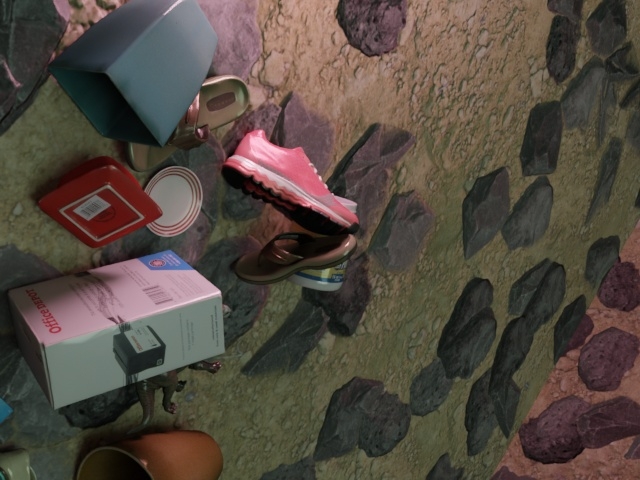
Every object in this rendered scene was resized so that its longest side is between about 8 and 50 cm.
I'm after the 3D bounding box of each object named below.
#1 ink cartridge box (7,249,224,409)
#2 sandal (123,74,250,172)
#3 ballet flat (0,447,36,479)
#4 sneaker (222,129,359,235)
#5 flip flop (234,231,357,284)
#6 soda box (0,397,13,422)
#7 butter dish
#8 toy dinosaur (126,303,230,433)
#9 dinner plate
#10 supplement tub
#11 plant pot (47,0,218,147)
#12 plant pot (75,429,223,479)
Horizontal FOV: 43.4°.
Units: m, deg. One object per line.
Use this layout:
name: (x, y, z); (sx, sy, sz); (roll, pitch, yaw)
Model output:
ink cartridge box: (-0.352, 0.142, 1.394); (0.307, 0.223, 0.129); (-15, 118, -30)
sandal: (-0.239, -0.228, 1.497); (0.302, 0.086, 0.120); (-36, 130, -31)
ballet flat: (-0.552, 0.491, 1.488); (0.086, 0.086, 0.249); (-21, 120, -40)
sneaker: (-0.039, -0.122, 1.661); (0.313, 0.116, 0.136); (30, 70, -15)
flip flop: (-0.058, 0.021, 1.683); (0.080, 0.277, 0.112); (61, 31, -31)
soda box: (-0.604, 0.235, 1.323); (0.071, 0.067, 0.210); (-47, 134, -23)
butter dish: (-0.380, -0.086, 1.396); (0.160, 0.118, 0.160); (-25, 140, 14)
toy dinosaur: (-0.307, 0.245, 1.634); (0.313, 0.121, 0.160); (-44, 122, -18)
dinner plate: (-0.290, -0.076, 1.562); (0.141, 0.017, 0.141); (-22, 122, -41)
supplement tub: (0.000, 0.000, 1.807); (0.144, 0.144, 0.200); (3, 105, -47)
plant pot: (-0.292, -0.305, 1.356); (0.234, 0.165, 0.165); (-56, 138, -23)
plant pot: (-0.320, 0.490, 1.641); (0.254, 0.237, 0.237); (-15, 118, -58)
